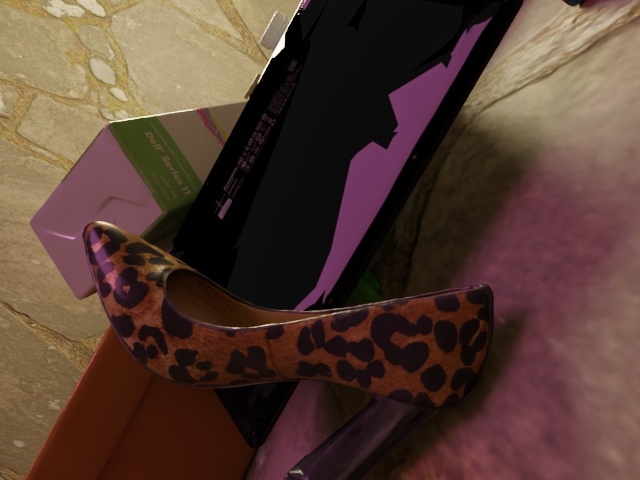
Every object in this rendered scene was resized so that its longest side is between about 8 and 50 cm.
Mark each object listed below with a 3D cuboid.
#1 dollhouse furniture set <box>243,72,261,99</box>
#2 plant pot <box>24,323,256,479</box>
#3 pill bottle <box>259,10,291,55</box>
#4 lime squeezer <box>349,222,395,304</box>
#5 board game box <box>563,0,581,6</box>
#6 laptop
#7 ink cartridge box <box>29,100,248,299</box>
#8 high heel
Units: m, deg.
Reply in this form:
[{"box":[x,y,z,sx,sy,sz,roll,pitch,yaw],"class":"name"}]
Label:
[{"box":[-0.115,-0.275,1.451,0.129,0.183,0.129,-32,32,63],"class":"dollhouse furniture set"},{"box":[-0.192,0.206,0.720,0.291,0.203,0.291,-54,15,21],"class":"plant pot"},{"box":[-0.028,-0.429,1.384,0.117,0.214,0.117,-55,15,22],"class":"pill bottle"},{"box":[0.057,-0.011,0.573,0.110,0.058,0.311,-47,18,45],"class":"lime squeezer"},{"box":[0.125,-0.382,0.545,0.086,0.308,0.302,-51,16,40],"class":"board game box"},{"box":[0.018,-0.055,0.650,0.408,0.236,0.382,40,103,50],"class":"laptop"},{"box":[-0.167,-0.072,0.804,0.207,0.119,0.353,-37,-3,33],"class":"ink cartridge box"},{"box":[-0.028,0.029,0.393,0.186,0.261,0.093,-50,-7,20],"class":"high heel"}]
